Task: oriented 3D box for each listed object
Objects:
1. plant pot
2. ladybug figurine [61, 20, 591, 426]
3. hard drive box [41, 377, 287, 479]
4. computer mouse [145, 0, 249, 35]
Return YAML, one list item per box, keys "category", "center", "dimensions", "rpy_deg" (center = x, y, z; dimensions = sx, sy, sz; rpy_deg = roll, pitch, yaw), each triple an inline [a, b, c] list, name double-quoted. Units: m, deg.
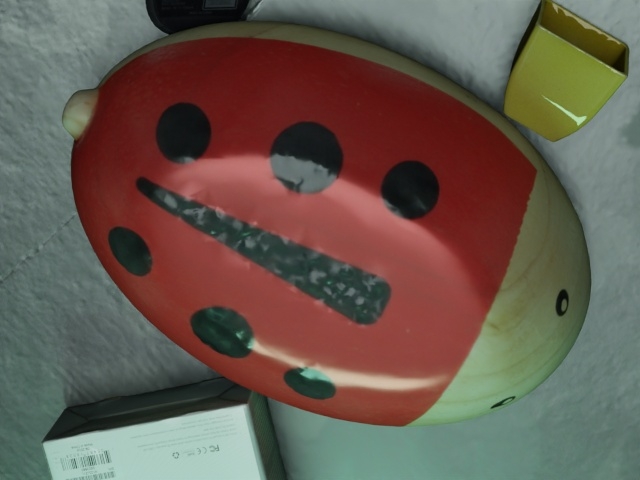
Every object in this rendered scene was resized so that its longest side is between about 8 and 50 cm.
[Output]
- category: "plant pot"
  center: [0.186, -0.127, 1.346]
  dimensions: [0.081, 0.081, 0.083]
  rpy_deg: [30, 115, -3]
- category: "ladybug figurine"
  center: [0.000, 0.000, 1.341]
  dimensions: [0.449, 0.162, 0.305]
  rpy_deg: [23, 109, -3]
- category: "hard drive box"
  center: [-0.116, 0.247, 1.461]
  dimensions: [0.181, 0.089, 0.232]
  rpy_deg: [-10, 102, 8]
- category: "computer mouse"
  center: [-0.055, -0.288, 1.332]
  dimensions: [0.184, 0.060, 0.262]
  rpy_deg: [-11, 127, -23]
